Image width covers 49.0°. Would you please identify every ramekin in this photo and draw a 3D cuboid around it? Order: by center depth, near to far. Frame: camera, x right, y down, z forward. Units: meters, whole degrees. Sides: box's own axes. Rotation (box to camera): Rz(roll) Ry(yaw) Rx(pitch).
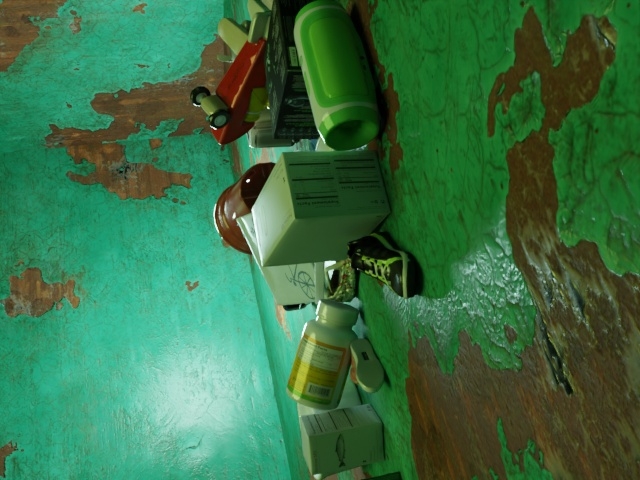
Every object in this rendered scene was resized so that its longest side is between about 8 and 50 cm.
[{"bbox_3d":[0.029,0.487,1.877,0.277,0.135,0.277,172,90,-79],"label":"ramekin"}]

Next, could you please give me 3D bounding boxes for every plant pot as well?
[{"bbox_3d":[-0.191,-0.117,2.300,0.265,0.273,0.272,138,124,-65],"label":"plant pot"}]

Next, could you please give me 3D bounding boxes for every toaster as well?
[{"bbox_3d":[-0.161,-0.376,2.208,0.129,0.147,0.226,99,159,-56],"label":"toaster"}]

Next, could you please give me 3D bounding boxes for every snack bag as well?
[{"bbox_3d":[-0.109,0.049,2.067,0.343,0.037,0.323,-17,100,60],"label":"snack bag"}]

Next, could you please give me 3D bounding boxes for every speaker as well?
[{"bbox_3d":[0.030,-0.330,1.390,0.131,0.131,0.296,106,154,-62],"label":"speaker"}]

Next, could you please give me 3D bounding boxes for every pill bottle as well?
[{"bbox_3d":[0.013,0.273,1.708,0.136,0.136,0.245,-143,68,-73],"label":"pill bottle"}]

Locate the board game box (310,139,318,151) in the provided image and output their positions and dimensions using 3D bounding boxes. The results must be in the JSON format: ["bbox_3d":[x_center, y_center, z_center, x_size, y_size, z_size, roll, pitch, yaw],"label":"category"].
[{"bbox_3d":[0.008,-0.237,1.785,0.168,0.033,0.133,114,152,-59],"label":"board game box"}]

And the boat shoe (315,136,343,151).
[{"bbox_3d":[0.035,-0.155,1.592,0.254,0.079,0.095,95,160,-54],"label":"boat shoe"}]

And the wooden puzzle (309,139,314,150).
[{"bbox_3d":[-0.038,-0.291,1.795,0.078,0.014,0.116,-92,-22,-71],"label":"wooden puzzle"}]

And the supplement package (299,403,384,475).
[{"bbox_3d":[0.050,0.469,1.660,0.105,0.179,0.105,-133,37,-70],"label":"supplement package"}]

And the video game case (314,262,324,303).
[{"bbox_3d":[0.000,0.000,1.807,0.285,0.025,0.204,-89,-1,-59],"label":"video game case"}]

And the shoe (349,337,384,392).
[{"bbox_3d":[0.105,0.306,1.600,0.178,0.064,0.081,-108,14,-61],"label":"shoe"}]

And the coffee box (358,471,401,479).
[{"bbox_3d":[0.138,0.598,1.495,0.040,0.113,0.184,104,154,-56],"label":"coffee box"}]

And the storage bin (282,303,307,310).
[{"bbox_3d":[-0.071,0.157,2.281,0.091,0.098,0.135,12,-112,-73],"label":"storage bin"}]

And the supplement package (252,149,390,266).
[{"bbox_3d":[-0.008,-0.062,1.461,0.262,0.204,0.145,128,134,-60],"label":"supplement package"}]

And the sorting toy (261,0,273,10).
[{"bbox_3d":[-0.128,-0.684,2.078,0.132,0.046,0.274,96,153,-47],"label":"sorting toy"}]

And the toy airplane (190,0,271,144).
[{"bbox_3d":[-0.158,-0.477,1.981,0.385,0.272,0.385,-5,82,41],"label":"toy airplane"}]

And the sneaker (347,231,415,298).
[{"bbox_3d":[0.108,0.052,1.333,0.234,0.097,0.084,-129,33,-68],"label":"sneaker"}]

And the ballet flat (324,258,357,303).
[{"bbox_3d":[0.049,0.054,1.662,0.091,0.077,0.240,-114,21,-55],"label":"ballet flat"}]

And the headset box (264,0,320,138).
[{"bbox_3d":[-0.048,-0.403,1.643,0.283,0.131,0.246,112,153,-62],"label":"headset box"}]
